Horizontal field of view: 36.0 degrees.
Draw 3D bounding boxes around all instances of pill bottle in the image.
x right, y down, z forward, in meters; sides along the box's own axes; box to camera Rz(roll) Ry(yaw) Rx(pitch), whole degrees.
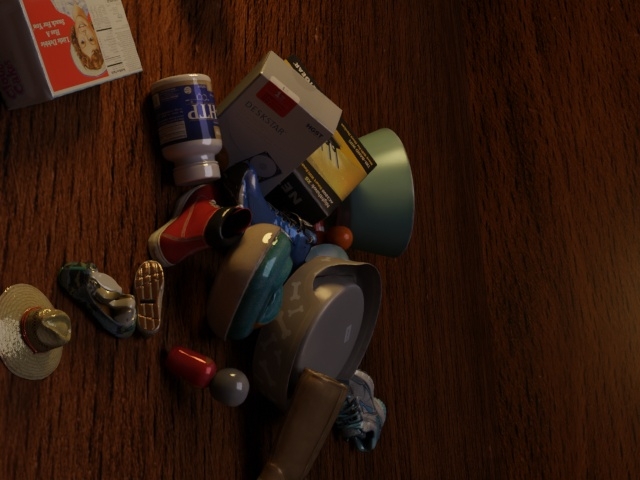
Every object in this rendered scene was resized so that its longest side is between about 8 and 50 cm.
[{"bbox_3d":[-0.237,-0.197,1.780,0.112,0.112,0.187,-7,86,-67],"label":"pill bottle"}]

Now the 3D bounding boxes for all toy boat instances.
[{"bbox_3d":[0.000,0.000,2.182,0.151,0.151,0.231,-4,84,-67],"label":"toy boat"},{"bbox_3d":[-0.140,0.139,1.734,0.318,0.148,0.267,-61,178,-34],"label":"toy boat"}]

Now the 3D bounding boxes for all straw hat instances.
[{"bbox_3d":[-0.380,0.122,1.365,0.144,0.061,0.145,-11,90,-67],"label":"straw hat"}]

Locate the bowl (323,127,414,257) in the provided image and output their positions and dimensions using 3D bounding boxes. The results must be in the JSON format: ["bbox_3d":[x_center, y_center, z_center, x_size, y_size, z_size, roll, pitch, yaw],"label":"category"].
[{"bbox_3d":[0.089,-0.106,2.333,0.311,0.163,0.312,174,-90,-74],"label":"bowl"}]

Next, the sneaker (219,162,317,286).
[{"bbox_3d":[-0.094,-0.028,1.917,0.130,0.147,0.330,58,-9,47],"label":"sneaker"}]

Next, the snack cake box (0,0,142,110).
[{"bbox_3d":[-0.391,-0.301,1.503,0.264,0.089,0.152,-42,119,-64],"label":"snack cake box"}]

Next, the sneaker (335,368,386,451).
[{"bbox_3d":[0.077,0.385,2.238,0.283,0.110,0.122,54,37,-44],"label":"sneaker"}]

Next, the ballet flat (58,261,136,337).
[{"bbox_3d":[-0.322,0.093,1.508,0.188,0.070,0.070,49,37,-50],"label":"ballet flat"}]

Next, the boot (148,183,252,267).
[{"bbox_3d":[-0.181,-0.044,1.754,0.088,0.176,0.244,64,25,-21],"label":"boot"}]

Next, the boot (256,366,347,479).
[{"bbox_3d":[-0.014,0.396,1.887,0.236,0.089,0.270,33,80,-58],"label":"boot"}]

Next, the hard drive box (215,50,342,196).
[{"bbox_3d":[-0.104,-0.215,1.873,0.181,0.232,0.089,38,38,-16],"label":"hard drive box"}]

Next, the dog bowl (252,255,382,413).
[{"bbox_3d":[-0.008,0.188,1.961,0.349,0.102,0.349,-46,149,-38],"label":"dog bowl"}]

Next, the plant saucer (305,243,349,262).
[{"bbox_3d":[-0.002,0.102,2.120,0.195,0.037,0.195,-20,126,-30],"label":"plant saucer"}]

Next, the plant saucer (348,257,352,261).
[{"bbox_3d":[0.050,0.131,2.372,0.188,0.045,0.188,45,40,-52],"label":"plant saucer"}]

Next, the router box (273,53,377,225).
[{"bbox_3d":[-0.045,-0.211,2.079,0.309,0.081,0.243,52,43,-9],"label":"router box"}]

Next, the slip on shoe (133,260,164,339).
[{"bbox_3d":[-0.284,0.098,1.628,0.041,0.051,0.135,117,-30,-55],"label":"slip on shoe"}]
